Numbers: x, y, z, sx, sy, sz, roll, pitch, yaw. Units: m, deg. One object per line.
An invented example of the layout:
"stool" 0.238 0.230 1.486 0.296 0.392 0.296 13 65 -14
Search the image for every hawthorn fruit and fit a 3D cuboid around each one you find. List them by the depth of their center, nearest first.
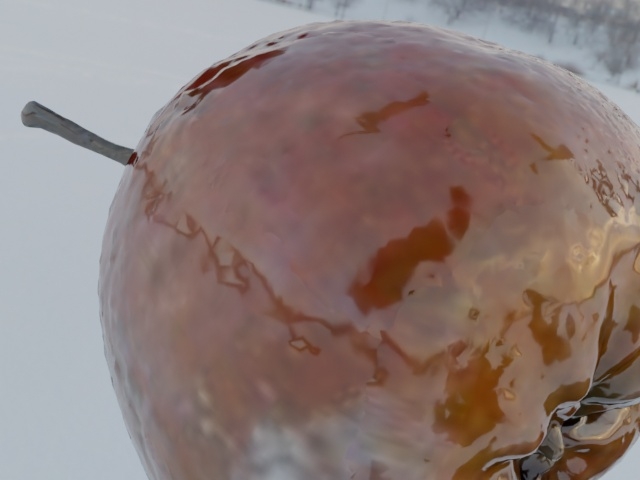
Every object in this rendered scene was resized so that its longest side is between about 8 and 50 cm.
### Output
"hawthorn fruit" 0.031 0.014 0.431 0.235 0.231 0.263 11 55 -31
